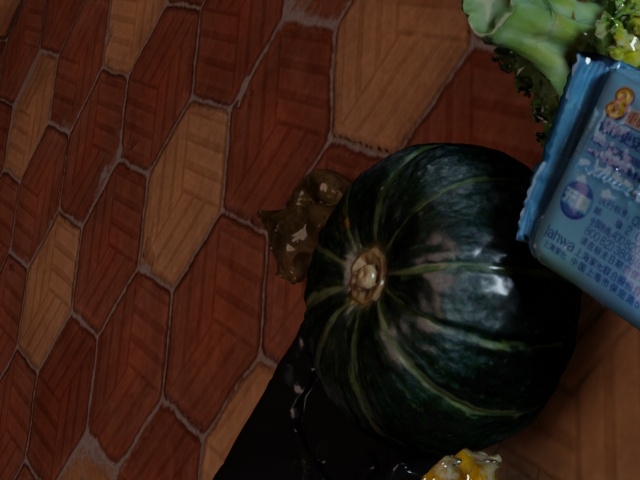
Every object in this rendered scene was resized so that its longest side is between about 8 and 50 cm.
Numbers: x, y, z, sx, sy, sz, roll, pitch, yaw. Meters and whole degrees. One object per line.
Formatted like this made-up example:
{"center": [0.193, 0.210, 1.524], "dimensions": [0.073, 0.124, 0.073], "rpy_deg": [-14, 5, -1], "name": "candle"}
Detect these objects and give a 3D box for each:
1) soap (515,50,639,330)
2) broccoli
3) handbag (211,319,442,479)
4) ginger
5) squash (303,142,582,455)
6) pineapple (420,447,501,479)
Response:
{"center": [0.254, 0.004, 0.778], "dimensions": [0.293, 0.077, 0.156], "rpy_deg": [41, 117, 41], "name": "soap"}
{"center": [0.180, -0.143, 0.920], "dimensions": [0.194, 0.194, 0.220], "rpy_deg": [-24, 62, 55], "name": "broccoli"}
{"center": [0.004, 0.225, 1.163], "dimensions": [0.244, 0.088, 0.275], "rpy_deg": [-63, 28, 16], "name": "handbag"}
{"center": [-0.003, 0.010, 1.309], "dimensions": [0.133, 0.059, 0.214], "rpy_deg": [-47, 40, 27], "name": "ginger"}
{"center": [0.095, 0.043, 1.008], "dimensions": [0.252, 0.165, 0.252], "rpy_deg": [-28, 56, 49], "name": "squash"}
{"center": [0.120, 0.247, 0.931], "dimensions": [0.164, 0.250, 0.140], "rpy_deg": [35, 75, 28], "name": "pineapple"}
